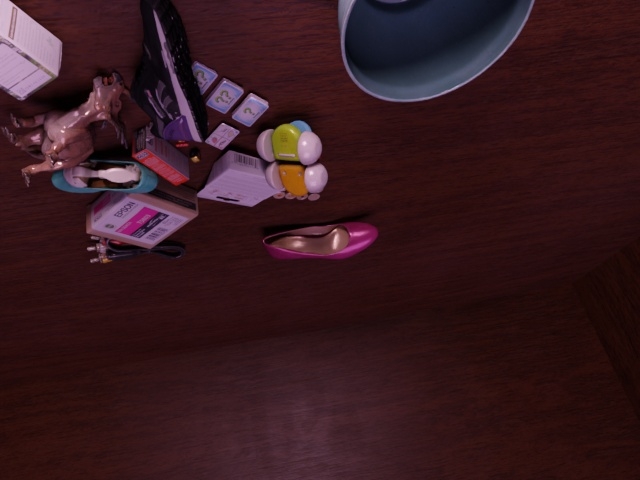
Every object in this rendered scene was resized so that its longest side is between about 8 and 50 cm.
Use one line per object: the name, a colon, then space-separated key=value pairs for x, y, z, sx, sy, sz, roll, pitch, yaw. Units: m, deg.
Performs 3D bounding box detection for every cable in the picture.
cable: x=-0.568 y=0.010 z=1.368 sx=0.287 sy=0.072 sz=0.139 roll=-8 pitch=138 yaw=-36

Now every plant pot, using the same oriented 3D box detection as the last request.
plant pot: x=0.157 y=-0.400 z=0.695 sx=0.293 sy=0.196 sz=0.293 roll=-9 pitch=152 yaw=-5

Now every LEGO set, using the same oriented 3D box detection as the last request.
LEGO set: x=-0.258 y=-0.254 z=0.960 sx=0.182 sy=0.060 sz=0.244 roll=20 pitch=139 yaw=-41

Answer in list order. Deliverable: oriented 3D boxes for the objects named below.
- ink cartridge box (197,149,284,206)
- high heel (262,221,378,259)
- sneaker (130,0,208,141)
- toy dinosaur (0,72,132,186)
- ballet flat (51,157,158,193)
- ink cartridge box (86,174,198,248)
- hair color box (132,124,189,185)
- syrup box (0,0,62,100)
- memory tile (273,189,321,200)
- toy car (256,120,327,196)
ink cartridge box: x=-0.213 y=-0.160 z=1.186 sx=0.189 sy=0.066 sz=0.232 roll=9 pitch=167 yaw=-36
high heel: x=0.000 y=0.000 z=1.461 sx=0.377 sy=0.127 sz=0.181 roll=-16 pitch=164 yaw=14
sneaker: x=-0.299 y=-0.294 z=0.793 sx=0.124 sy=0.107 sz=0.283 roll=-2 pitch=140 yaw=0
toy dinosaur: x=-0.503 y=-0.208 z=0.891 sx=0.295 sy=0.127 sz=0.200 roll=-16 pitch=-167 yaw=43
ballet flat: x=-0.499 y=-0.152 z=0.985 sx=0.247 sy=0.083 sz=0.087 roll=2 pitch=175 yaw=-1
ink cartridge box: x=-0.477 y=-0.079 z=1.168 sx=0.234 sy=0.088 sz=0.193 roll=-29 pitch=150 yaw=31
hair color box: x=-0.368 y=-0.194 z=1.010 sx=0.043 sy=0.072 sz=0.141 roll=-21 pitch=151 yaw=17
syrup box: x=-0.528 y=-0.332 z=0.652 sx=0.093 sy=0.096 sz=0.237 roll=-23 pitch=151 yaw=16
memory tile: x=-0.060 y=-0.154 z=1.278 sx=0.148 sy=0.012 sz=0.113 roll=-1 pitch=151 yaw=-22
toy car: x=-0.053 y=-0.205 z=1.052 sx=0.159 sy=0.136 sz=0.182 roll=9 pitch=132 yaw=28
